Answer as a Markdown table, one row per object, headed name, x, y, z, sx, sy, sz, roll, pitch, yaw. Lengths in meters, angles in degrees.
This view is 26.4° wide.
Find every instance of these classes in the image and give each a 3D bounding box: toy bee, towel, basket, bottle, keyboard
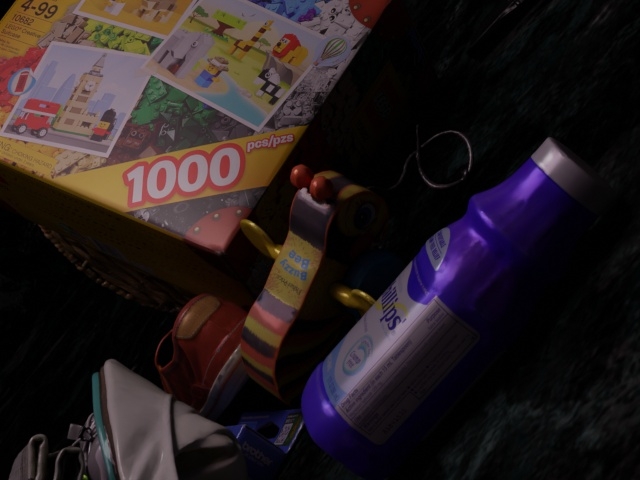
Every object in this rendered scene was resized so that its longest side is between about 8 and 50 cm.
| name | x | y | z | sx | sy | sz | roll | pitch | yaw |
| --- | --- | --- | --- | --- | --- | --- | --- | --- | --- |
| toy bee | 0.000 | 0.000 | 1.268 | 0.195 | 0.162 | 0.298 | 5 | 72 | 35 |
| towel | -0.316 | 0.366 | 1.430 | 0.324 | 0.056 | 0.312 | 150 | 129 | -68 |
| basket | -0.247 | -0.055 | 1.996 | 0.213 | 0.299 | 0.223 | -48 | 17 | 28 |
| bottle | 0.102 | 0.049 | 1.022 | 0.283 | 0.092 | 0.118 | -50 | 13 | 15 |
| keyboard | 0.233 | -0.277 | 1.547 | 0.180 | 0.023 | 0.108 | -47 | 9 | 27 |

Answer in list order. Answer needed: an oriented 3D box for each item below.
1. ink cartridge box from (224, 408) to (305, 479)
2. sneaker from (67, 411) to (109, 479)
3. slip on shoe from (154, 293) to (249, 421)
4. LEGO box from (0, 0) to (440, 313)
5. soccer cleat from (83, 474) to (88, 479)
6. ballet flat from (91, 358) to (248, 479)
| name | x | y | z | sx | sy | sz | roll | pitch | yaw |
| --- | --- | --- | --- | --- | --- | --- | --- | --- | --- |
| ink cartridge box | -0.136 | 0.281 | 1.313 | 0.311 | 0.065 | 0.186 | -57 | 14 | -20 |
| sneaker | -0.225 | 0.233 | 1.451 | 0.105 | 0.115 | 0.281 | -61 | -4 | -14 |
| slip on shoe | -0.126 | 0.134 | 1.481 | 0.123 | 0.101 | 0.331 | -53 | -2 | -21 |
| LEGO box | -0.171 | -0.162 | 1.662 | 0.500 | 0.193 | 0.372 | 21 | 70 | 32 |
| soccer cleat | -0.320 | 0.328 | 1.821 | 0.179 | 0.060 | 0.072 | -37 | 11 | 31 |
| ballet flat | -0.112 | 0.232 | 1.143 | 0.139 | 0.139 | 0.400 | -49 | 28 | 17 |
